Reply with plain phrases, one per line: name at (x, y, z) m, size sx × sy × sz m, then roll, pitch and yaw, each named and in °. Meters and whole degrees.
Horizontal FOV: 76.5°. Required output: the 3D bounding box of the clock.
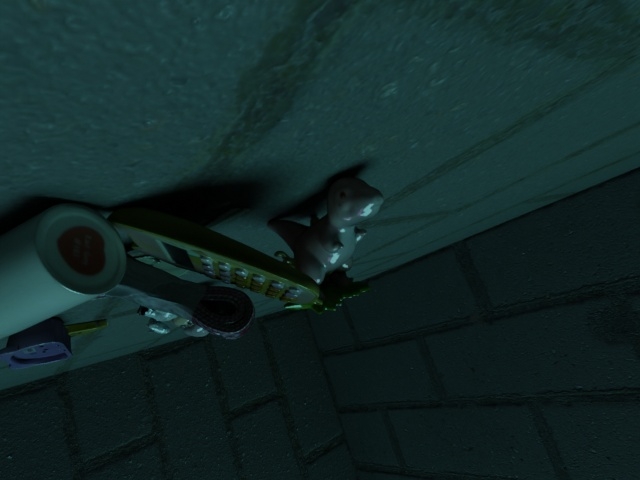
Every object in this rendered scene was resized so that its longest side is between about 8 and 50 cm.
clock at (-0.561, 0.206, 0.800) m, size 0.110 × 0.050 × 0.152 m, roll -9°, pitch 156°, yaw -26°

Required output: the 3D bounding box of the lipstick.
lipstick at (-0.344, 0.063, 0.403) m, size 0.327 × 0.087 × 0.087 m, roll -22°, pitch 169°, yaw 19°

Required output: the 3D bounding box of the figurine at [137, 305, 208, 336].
figurine at (-0.303, 0.160, 0.921) m, size 0.137 × 0.111 × 0.229 m, roll -30°, pitch 153°, yaw 18°

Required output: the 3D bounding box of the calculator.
calculator at (-0.106, 0.026, 0.460) m, size 0.237 × 0.033 × 0.157 m, roll 22°, pitch 161°, yaw -6°

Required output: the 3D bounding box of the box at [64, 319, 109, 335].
box at (-0.576, 0.210, 0.935) m, size 0.073 × 0.020 × 0.149 m, roll -24°, pitch 168°, yaw 24°

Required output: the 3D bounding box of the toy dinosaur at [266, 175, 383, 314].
toy dinosaur at (-0.007, 0.001, 0.559) m, size 0.152 × 0.176 × 0.194 m, roll -16°, pitch -161°, yaw -36°

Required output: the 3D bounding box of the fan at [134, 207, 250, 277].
fan at (-0.259, 0.037, 0.611) m, size 0.415 × 0.012 × 0.233 m, roll -25°, pitch 167°, yaw 34°

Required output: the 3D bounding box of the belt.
belt at (-0.194, 0.064, 0.509) m, size 0.232 × 0.071 × 0.053 m, roll 17°, pitch 156°, yaw -2°
